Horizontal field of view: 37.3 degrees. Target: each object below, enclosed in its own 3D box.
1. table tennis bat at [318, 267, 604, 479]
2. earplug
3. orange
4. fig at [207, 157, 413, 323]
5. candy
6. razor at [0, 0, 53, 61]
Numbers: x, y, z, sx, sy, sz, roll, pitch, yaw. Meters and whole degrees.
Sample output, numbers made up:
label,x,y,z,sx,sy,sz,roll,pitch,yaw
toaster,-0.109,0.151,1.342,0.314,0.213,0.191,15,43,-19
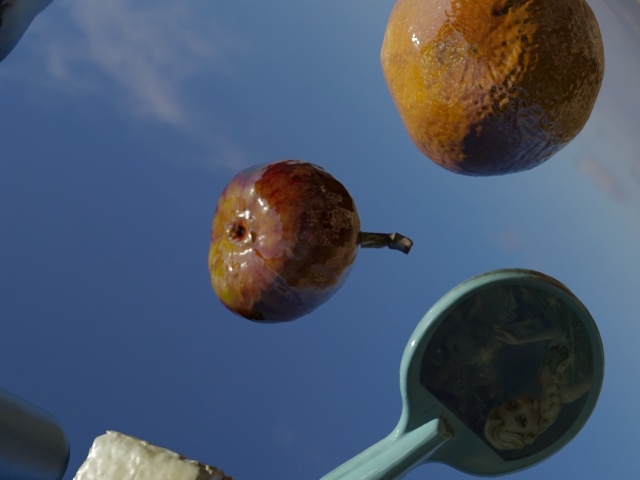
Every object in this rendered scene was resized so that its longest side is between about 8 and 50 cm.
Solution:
label,x,y,z,sx,sy,sz,roll,pitch,yaw
table tennis bat,0.097,0.120,0.676,0.149,0.237,0.038,56,177,-16
earplug,-0.344,0.192,0.920,0.132,0.132,0.273,62,-174,30
orange,0.188,-0.197,1.062,0.264,0.264,0.264,44,-160,-21
fig,-0.025,-0.011,0.918,0.202,0.148,0.149,-44,-58,-55
candy,-0.247,0.403,1.159,0.179,0.320,0.135,17,158,29
razor,-0.232,-0.292,0.692,0.113,0.349,0.204,27,-137,-6
